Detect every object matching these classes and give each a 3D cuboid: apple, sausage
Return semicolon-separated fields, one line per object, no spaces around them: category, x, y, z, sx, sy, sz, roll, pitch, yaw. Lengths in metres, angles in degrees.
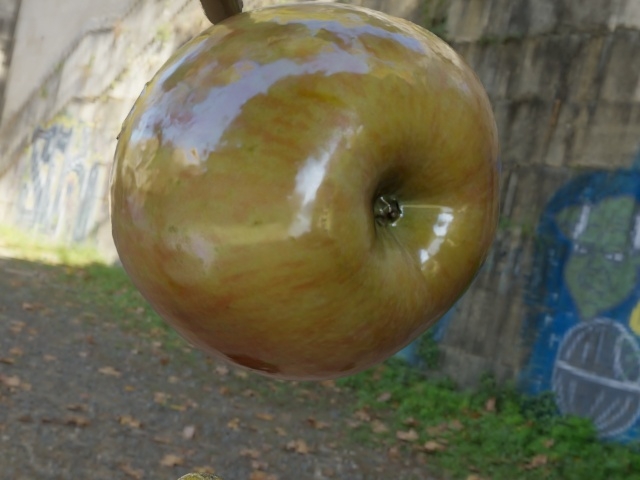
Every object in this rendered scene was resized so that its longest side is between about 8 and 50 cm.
apple;-0.008;-0.049;0.972;0.391;0.391;0.346;13;4;-29
sausage;-0.142;-0.348;1.174;0.066;0.065;0.301;13;-12;5

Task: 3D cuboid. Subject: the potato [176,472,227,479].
potato;-0.159;0.394;1.290;0.137;0.175;0.137;14;17;-5
